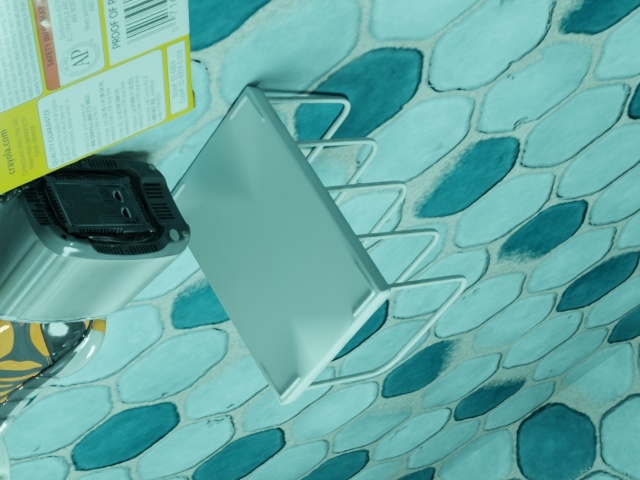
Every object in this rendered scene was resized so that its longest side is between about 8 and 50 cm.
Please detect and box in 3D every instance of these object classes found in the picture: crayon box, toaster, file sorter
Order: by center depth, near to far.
[{"bbox_3d":[-0.247,-0.120,0.965,0.323,0.083,0.203,-27,149,-21],"label":"crayon box"},{"bbox_3d":[-0.256,0.003,1.440,0.227,0.129,0.146,-3,145,-47],"label":"toaster"},{"bbox_3d":[0.000,0.000,1.534,0.173,0.277,0.193,-5,144,-44],"label":"file sorter"}]

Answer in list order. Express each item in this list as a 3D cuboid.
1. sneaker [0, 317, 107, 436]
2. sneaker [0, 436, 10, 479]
[{"bbox_3d":[-0.402,0.135,1.555,0.321,0.124,0.180,-42,141,18],"label":"sneaker"},{"bbox_3d":[-0.508,0.311,1.728,0.292,0.118,0.110,-32,156,5],"label":"sneaker"}]
